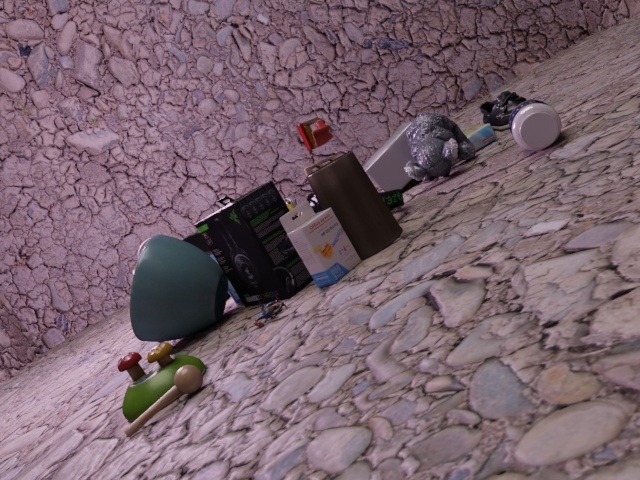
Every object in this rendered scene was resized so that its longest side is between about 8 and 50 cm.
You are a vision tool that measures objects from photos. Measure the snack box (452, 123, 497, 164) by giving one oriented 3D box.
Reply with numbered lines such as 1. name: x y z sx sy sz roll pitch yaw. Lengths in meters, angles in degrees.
1. snack box: 0.472 -0.328 2.082 0.187 0.060 0.322 -31 8 5

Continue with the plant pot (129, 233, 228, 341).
1. plant pot: -0.360 0.138 1.626 0.195 0.290 0.290 7 14 5

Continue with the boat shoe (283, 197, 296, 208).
1. boat shoe: -0.184 -0.079 2.046 0.219 0.078 0.070 -31 -29 17

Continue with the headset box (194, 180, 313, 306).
1. headset box: -0.164 0.007 1.532 0.131 0.283 0.246 -35 10 -34

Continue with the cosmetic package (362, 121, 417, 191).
1. cosmetic package: 0.265 -0.278 2.057 0.225 0.138 0.224 -47 6 7

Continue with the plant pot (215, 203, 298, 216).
1. plant pot: -0.187 -0.010 1.925 0.239 0.254 0.254 -17 6 -12

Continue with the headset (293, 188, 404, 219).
1. headset: 0.057 -0.058 1.715 0.394 0.185 0.243 -8 5 43

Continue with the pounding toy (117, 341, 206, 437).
1. pounding toy: -0.329 0.262 1.187 0.183 0.110 0.237 -32 8 -13

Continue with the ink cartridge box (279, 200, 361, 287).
1. ink cartridge box: 0.000 0.000 1.349 0.104 0.181 0.061 -37 11 -39

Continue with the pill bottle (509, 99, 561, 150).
1. pill bottle: 0.515 -0.275 1.447 0.112 0.112 0.187 -27 9 19

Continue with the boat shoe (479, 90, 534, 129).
1. boat shoe: 0.641 -0.457 2.079 0.127 0.113 0.340 -30 8 2

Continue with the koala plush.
1. koala plush: 0.338 -0.263 1.802 0.196 0.203 0.221 -26 21 28

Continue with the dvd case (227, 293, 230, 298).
1. dvd case: -0.393 0.221 1.955 0.253 0.022 0.180 -26 8 27

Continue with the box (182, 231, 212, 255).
1. box: -0.392 0.080 2.055 0.108 0.207 0.153 -24 -2 -25

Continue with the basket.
1. basket: 0.075 -0.086 1.445 0.154 0.227 0.204 -28 9 14

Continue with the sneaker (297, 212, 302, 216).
1. sneaker: -0.204 -0.022 2.438 0.366 0.135 0.150 -22 1 0

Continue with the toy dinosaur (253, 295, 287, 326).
1. toy dinosaur: -0.113 0.165 1.338 0.082 0.047 0.090 -42 -22 -16

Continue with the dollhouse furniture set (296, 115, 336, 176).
1. dollhouse furniture set: 0.008 -0.230 2.047 0.152 0.374 0.201 -27 6 -8

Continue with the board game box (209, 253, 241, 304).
1. board game box: -0.198 0.062 1.747 0.211 0.160 0.039 -33 -12 -16

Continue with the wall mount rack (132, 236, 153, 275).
1. wall mount rack: -0.510 0.123 2.211 0.130 0.350 0.304 29 55 37
